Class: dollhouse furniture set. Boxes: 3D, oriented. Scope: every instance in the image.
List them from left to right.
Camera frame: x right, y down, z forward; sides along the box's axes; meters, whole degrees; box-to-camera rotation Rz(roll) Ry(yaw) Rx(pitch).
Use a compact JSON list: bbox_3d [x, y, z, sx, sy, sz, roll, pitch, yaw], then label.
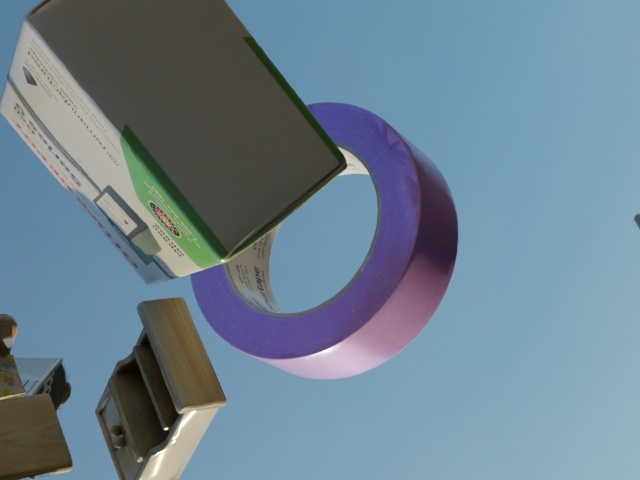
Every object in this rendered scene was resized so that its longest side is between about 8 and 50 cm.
[{"bbox_3d":[-0.225,0.148,1.008,0.242,0.161,0.212,-5,-127,-32],"label":"dollhouse furniture set"}]

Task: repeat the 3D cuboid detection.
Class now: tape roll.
[{"bbox_3d":[0.000,0.000,1.263,0.090,0.275,0.275,30,-118,-53],"label":"tape roll"}]

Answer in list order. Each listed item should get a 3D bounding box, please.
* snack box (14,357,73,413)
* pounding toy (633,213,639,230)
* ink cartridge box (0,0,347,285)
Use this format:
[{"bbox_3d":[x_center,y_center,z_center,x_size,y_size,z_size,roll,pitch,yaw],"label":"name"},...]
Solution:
[{"bbox_3d":[-0.446,0.245,1.436,0.322,0.187,0.060,-60,-36,-57],"label":"snack box"},{"bbox_3d":[0.472,-0.049,1.447,0.269,0.155,0.154,-44,-21,-44],"label":"pounding toy"},{"bbox_3d":[-0.127,-0.083,0.936,0.121,0.289,0.211,-41,-83,-17],"label":"ink cartridge box"}]
